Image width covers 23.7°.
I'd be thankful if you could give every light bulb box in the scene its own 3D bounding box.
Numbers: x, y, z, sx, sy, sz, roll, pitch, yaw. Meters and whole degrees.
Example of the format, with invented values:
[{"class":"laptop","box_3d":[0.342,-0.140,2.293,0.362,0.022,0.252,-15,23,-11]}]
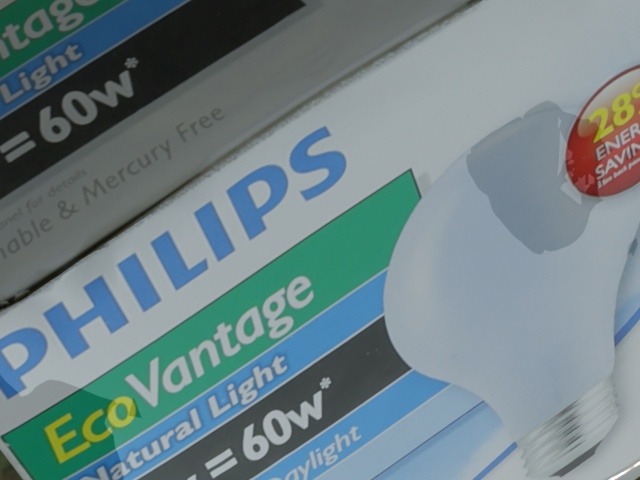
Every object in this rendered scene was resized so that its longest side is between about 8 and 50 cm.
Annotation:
[{"class":"light bulb box","box_3d":[0.000,0.000,0.754,0.358,0.225,0.361,-34,137,-10]}]
